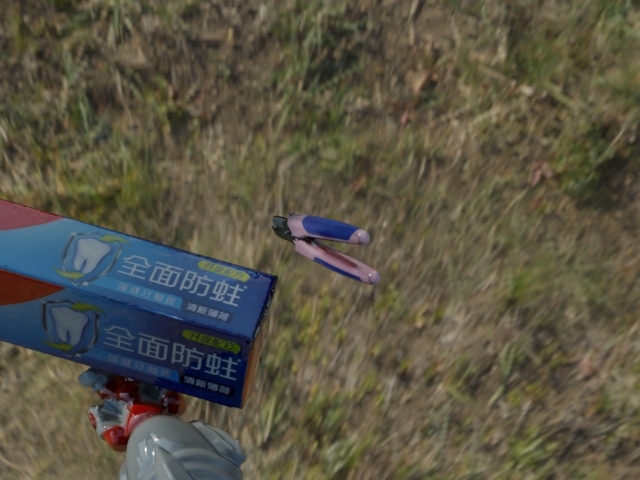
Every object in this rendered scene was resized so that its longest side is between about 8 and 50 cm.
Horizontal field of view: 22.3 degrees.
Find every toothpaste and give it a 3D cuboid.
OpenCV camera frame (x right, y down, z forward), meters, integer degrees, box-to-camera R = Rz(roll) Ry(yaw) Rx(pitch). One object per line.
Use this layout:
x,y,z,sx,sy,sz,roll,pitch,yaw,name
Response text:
-0.191,0.025,1.073,0.320,0.076,0.066,15,44,4,toothpaste

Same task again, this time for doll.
-0.104,0.144,1.086,0.094,0.079,0.180,-32,64,-5,doll

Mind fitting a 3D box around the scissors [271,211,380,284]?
0.000,0.000,1.037,0.012,0.113,0.039,-29,117,-26,scissors
